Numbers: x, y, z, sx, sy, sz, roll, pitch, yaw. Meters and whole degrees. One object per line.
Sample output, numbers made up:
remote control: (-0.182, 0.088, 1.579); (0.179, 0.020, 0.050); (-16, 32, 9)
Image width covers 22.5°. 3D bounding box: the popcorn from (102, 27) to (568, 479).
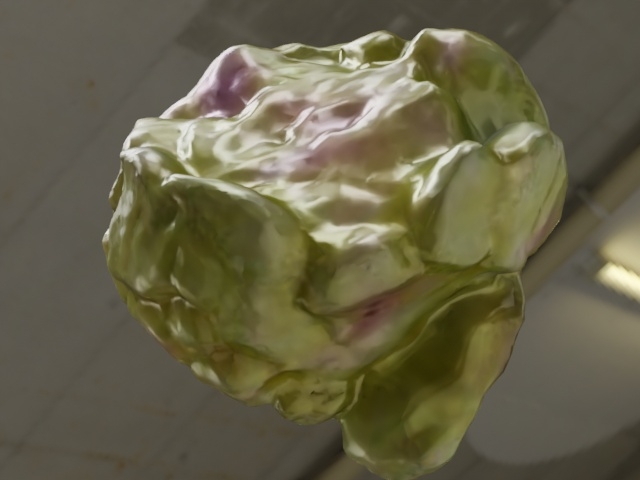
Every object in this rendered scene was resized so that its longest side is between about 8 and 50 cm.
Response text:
popcorn: (-0.001, -0.001, 0.361); (0.097, 0.109, 0.089); (-26, -56, -40)
